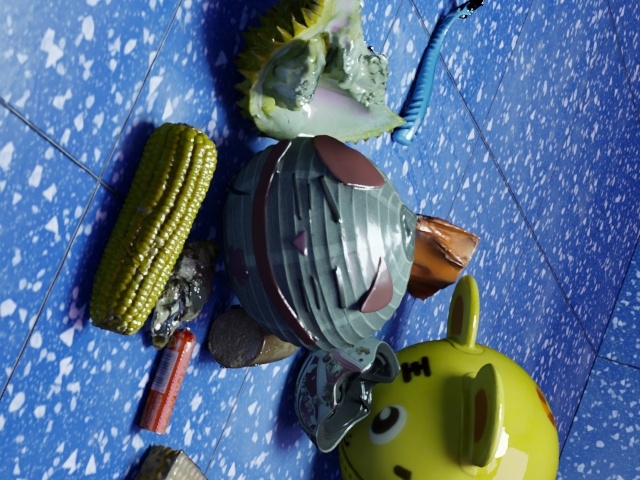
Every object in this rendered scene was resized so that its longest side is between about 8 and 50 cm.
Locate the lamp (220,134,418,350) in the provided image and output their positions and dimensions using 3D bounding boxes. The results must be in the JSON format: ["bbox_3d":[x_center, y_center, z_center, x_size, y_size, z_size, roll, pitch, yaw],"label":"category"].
[{"bbox_3d":[0.000,0.000,1.591,0.233,0.233,0.265,-34,113,-55],"label":"lamp"}]

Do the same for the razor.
[{"bbox_3d":[0.168,-0.255,2.043,0.253,0.042,0.082,-66,-164,-12],"label":"razor"}]

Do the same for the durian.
[{"bbox_3d":[-0.004,-0.198,1.546,0.172,0.167,0.306,-57,162,-24],"label":"durian"}]

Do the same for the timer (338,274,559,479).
[{"bbox_3d":[0.198,0.282,2.092,0.376,0.376,0.386,-41,147,-50],"label":"timer"}]

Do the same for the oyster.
[{"bbox_3d":[-0.150,0.055,1.550,0.103,0.051,0.148,76,27,-61],"label":"oyster"}]

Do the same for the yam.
[{"bbox_3d":[-0.079,0.119,1.709,0.127,0.084,0.084,7,99,-65],"label":"yam"}]

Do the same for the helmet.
[{"bbox_3d":[0.020,0.199,1.951,0.177,0.107,0.153,-54,159,4],"label":"helmet"}]

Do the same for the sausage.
[{"bbox_3d":[-0.174,0.158,1.585,0.034,0.034,0.129,27,80,-66],"label":"sausage"}]

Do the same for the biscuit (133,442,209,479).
[{"bbox_3d":[-0.155,0.360,1.735,0.094,0.054,0.378,-62,154,-20],"label":"biscuit"}]

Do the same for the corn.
[{"bbox_3d":[-0.173,-0.012,1.417,0.231,0.080,0.080,-69,156,-8],"label":"corn"}]

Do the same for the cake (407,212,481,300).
[{"bbox_3d":[0.173,0.025,2.199,0.287,0.135,0.098,93,15,-76],"label":"cake"}]
